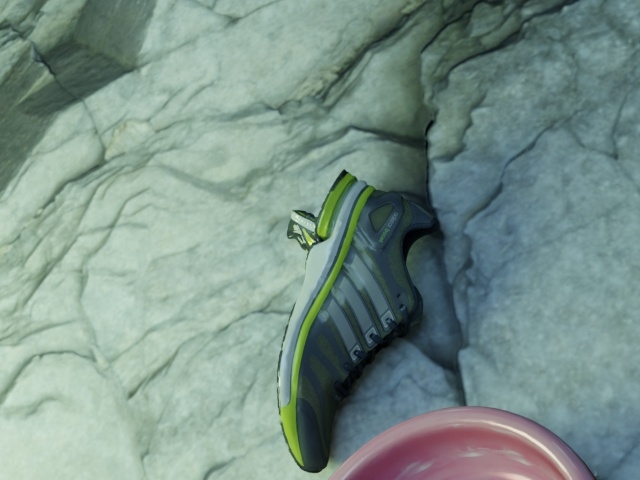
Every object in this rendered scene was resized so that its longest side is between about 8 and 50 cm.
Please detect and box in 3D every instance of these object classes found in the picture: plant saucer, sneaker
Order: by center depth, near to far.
[{"bbox_3d":[0.116,0.311,1.371,0.332,0.084,0.332,-20,52,27],"label":"plant saucer"},{"bbox_3d":[0.035,0.083,1.538,0.121,0.111,0.299,13,81,9],"label":"sneaker"},{"bbox_3d":[0.000,0.000,1.642,0.083,0.031,0.035,35,113,25],"label":"sneaker"}]

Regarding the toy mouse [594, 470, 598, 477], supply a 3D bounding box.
[{"bbox_3d":[0.255,0.283,1.379,0.143,0.031,0.161,7,69,28],"label":"toy mouse"}]
